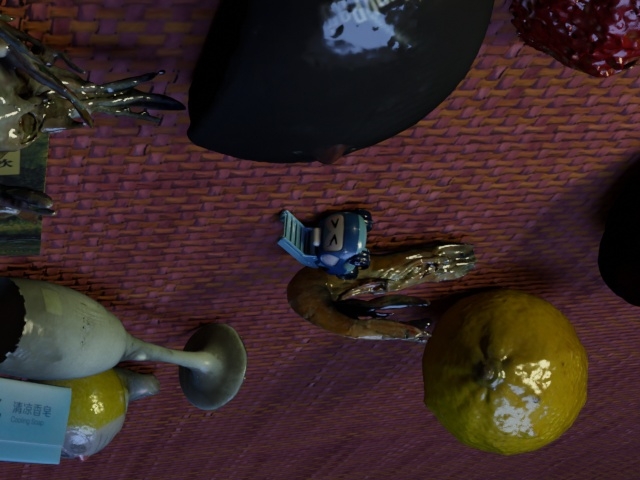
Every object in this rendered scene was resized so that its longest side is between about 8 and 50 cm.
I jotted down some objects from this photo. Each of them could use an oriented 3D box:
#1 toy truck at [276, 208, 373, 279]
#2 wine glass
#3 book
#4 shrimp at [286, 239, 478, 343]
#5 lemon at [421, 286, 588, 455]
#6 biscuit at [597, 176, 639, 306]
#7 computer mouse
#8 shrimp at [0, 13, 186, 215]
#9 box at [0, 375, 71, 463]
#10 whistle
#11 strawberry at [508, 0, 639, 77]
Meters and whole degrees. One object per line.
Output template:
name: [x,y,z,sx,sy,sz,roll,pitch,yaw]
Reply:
toy truck: [0.000,0.000,1.150,0.090,0.056,0.073,10,156,-17]
wine glass: [-0.152,0.047,1.213,0.264,0.096,0.309,-47,145,17]
book: [-0.292,-0.039,0.945,0.160,0.024,0.228,-2,157,-16]
shrimp: [0.078,0.046,1.204,0.219,0.152,0.046,-12,117,-25]
lemon: [0.213,0.152,1.429,0.192,0.192,0.231,-19,165,18]
biscuit: [0.479,-0.038,1.244,0.407,0.091,0.407,-8,157,-3]
computer mouse: [0.018,-0.122,0.799,0.170,0.100,0.269,-1,156,-19]
shrimp: [-0.247,-0.059,0.739,0.372,0.137,0.172,6,114,-29]
box: [-0.377,0.165,1.213,0.232,0.083,0.142,0,168,36]
whistle: [-0.255,0.189,1.408,0.123,0.123,0.223,-22,170,24]
strawberry: [0.200,-0.163,0.812,0.192,0.085,0.140,-24,157,31]
